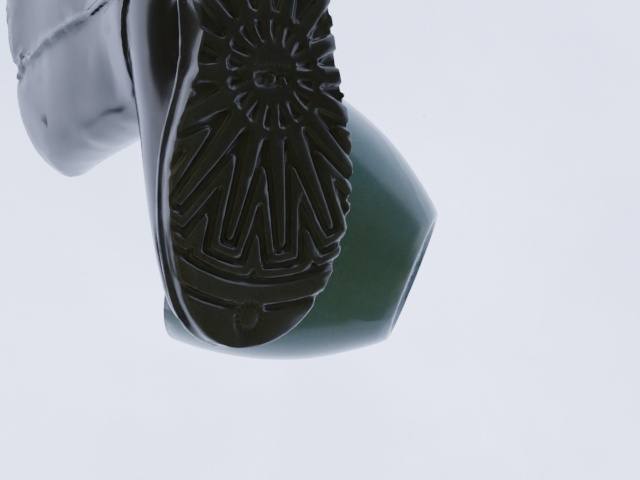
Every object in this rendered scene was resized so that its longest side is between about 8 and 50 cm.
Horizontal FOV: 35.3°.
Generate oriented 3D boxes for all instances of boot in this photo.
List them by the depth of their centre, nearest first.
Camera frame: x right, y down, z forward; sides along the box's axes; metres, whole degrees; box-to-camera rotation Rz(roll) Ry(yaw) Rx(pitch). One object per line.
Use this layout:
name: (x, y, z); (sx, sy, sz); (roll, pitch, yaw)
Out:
boot: (-0.161, -0.102, 0.864); (0.146, 0.445, 0.367); (6, -95, -36)

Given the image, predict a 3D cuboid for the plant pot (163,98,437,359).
plant pot: (0.000, 0.000, 0.985); (0.195, 0.290, 0.290); (22, -81, 8)
